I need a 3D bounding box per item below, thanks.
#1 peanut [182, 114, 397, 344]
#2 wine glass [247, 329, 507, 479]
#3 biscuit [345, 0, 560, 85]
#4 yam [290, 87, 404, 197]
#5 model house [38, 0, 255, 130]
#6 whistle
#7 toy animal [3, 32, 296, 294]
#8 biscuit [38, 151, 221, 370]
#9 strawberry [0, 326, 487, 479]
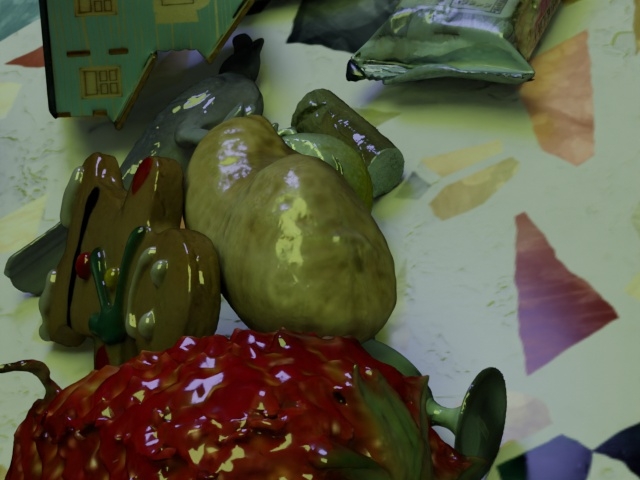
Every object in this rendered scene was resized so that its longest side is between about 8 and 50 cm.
[{"bbox_3d":[-0.030,-0.008,1.200,0.122,0.137,0.253,9,19,-31],"label":"peanut"},{"bbox_3d":[0.031,0.118,1.187,0.202,0.093,0.093,9,51,28],"label":"wine glass"},{"bbox_3d":[0.161,-0.253,1.517,0.186,0.079,0.309,6,50,29],"label":"biscuit"},{"bbox_3d":[0.023,-0.091,1.428,0.054,0.054,0.132,-34,46,-13],"label":"yam"},{"bbox_3d":[-0.169,-0.252,1.535,0.206,0.271,0.178,-5,18,-6],"label":"model house"},{"bbox_3d":[0.000,0.000,1.328,0.123,0.123,0.223,-20,63,2],"label":"whistle"},{"bbox_3d":[-0.115,-0.084,1.446,0.206,0.081,0.367,-3,40,49],"label":"toy animal"},{"bbox_3d":[-0.157,0.026,1.251,0.049,0.197,0.301,5,9,-29],"label":"biscuit"},{"bbox_3d":[-0.086,0.171,1.048,0.343,0.292,0.292,13,53,27],"label":"strawberry"}]
